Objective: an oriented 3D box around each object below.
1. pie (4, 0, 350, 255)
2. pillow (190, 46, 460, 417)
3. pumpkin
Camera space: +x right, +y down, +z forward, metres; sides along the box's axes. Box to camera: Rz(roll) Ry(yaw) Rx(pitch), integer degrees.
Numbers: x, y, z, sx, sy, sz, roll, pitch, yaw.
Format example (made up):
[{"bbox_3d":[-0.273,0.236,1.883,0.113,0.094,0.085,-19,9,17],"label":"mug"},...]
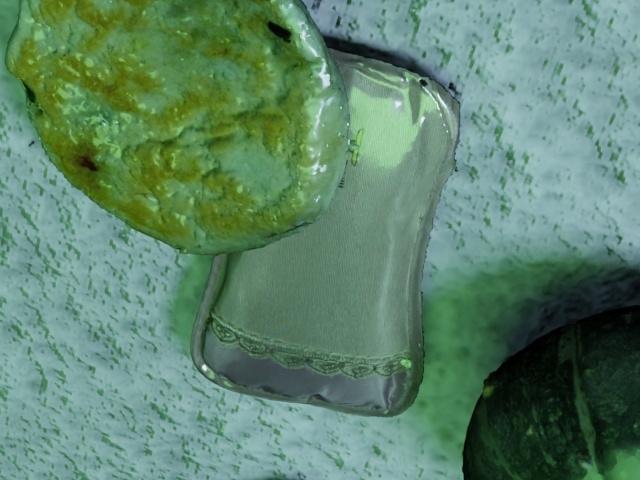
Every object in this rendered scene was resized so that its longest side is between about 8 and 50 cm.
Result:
[{"bbox_3d":[-0.068,-0.074,0.942,0.187,0.041,0.187,14,126,20],"label":"pie"},{"bbox_3d":[0.000,0.000,1.009,0.130,0.038,0.233,13,127,8],"label":"pillow"},{"bbox_3d":[0.167,0.121,0.999,0.190,0.146,0.190,-7,141,-6],"label":"pumpkin"}]
